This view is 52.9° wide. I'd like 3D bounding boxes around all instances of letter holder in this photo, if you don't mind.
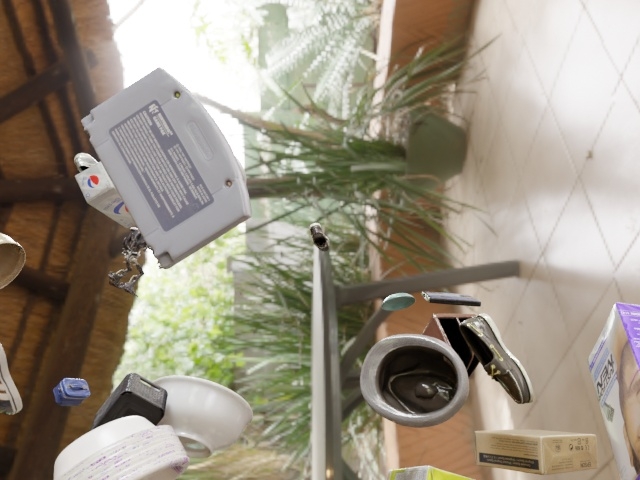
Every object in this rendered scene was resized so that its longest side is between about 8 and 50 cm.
[{"bbox_3d":[0.393,0.403,1.991,0.214,0.152,0.302,-108,28,-43],"label":"letter holder"}]

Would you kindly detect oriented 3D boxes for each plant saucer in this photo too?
[{"bbox_3d":[0.266,0.208,2.213,0.119,0.119,0.021,95,166,-60],"label":"plant saucer"}]

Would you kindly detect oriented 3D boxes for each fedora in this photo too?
[{"bbox_3d":[0.251,0.377,1.683,0.124,0.275,0.243,63,-146,-55],"label":"fedora"}]

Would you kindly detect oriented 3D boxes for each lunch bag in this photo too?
[{"bbox_3d":[-0.755,0.456,1.952,0.098,0.065,0.067,24,-153,-56],"label":"lunch bag"}]

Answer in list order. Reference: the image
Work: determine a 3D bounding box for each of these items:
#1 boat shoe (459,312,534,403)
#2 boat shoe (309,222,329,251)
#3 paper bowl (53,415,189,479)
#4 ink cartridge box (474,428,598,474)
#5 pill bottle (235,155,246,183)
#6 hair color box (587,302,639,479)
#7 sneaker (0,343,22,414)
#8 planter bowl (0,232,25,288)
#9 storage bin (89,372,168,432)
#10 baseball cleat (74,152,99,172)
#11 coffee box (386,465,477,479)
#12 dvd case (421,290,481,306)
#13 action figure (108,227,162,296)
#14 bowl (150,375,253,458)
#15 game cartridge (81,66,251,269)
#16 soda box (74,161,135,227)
[{"bbox_3d":[0.396,0.275,1.463,0.227,0.069,0.081,62,156,28],"label":"boat shoe"},{"bbox_3d":[0.000,0.000,1.834,0.125,0.046,0.038,71,-177,-53],"label":"boat shoe"},{"bbox_3d":[-0.427,0.471,1.328,0.148,0.284,0.284,57,164,20],"label":"paper bowl"},{"bbox_3d":[0.527,0.511,1.571,0.193,0.235,0.088,-16,69,51],"label":"ink cartridge box"},{"bbox_3d":[-0.272,-0.117,1.382,0.119,0.208,0.119,27,129,39],"label":"pill bottle"},{"bbox_3d":[0.633,0.305,1.257,0.339,0.110,0.185,-81,-3,-53],"label":"hair color box"},{"bbox_3d":[-0.853,0.354,1.622,0.127,0.126,0.321,-33,-34,-36],"label":"sneaker"},{"bbox_3d":[-0.809,0.038,1.536,0.162,0.109,0.162,-43,-21,-21],"label":"planter bowl"},{"bbox_3d":[-0.481,0.440,1.617,0.180,0.122,0.084,-50,19,13],"label":"storage bin"},{"bbox_3d":[-0.675,-0.191,2.002,0.206,0.072,0.109,29,-158,-44],"label":"baseball cleat"},{"bbox_3d":[0.344,0.793,1.640,0.334,0.338,0.338,120,167,-65],"label":"coffee box"},{"bbox_3d":[0.473,0.213,2.355,0.253,0.180,0.022,-19,-67,-87],"label":"dvd case"},{"bbox_3d":[-0.651,0.056,2.325,0.275,0.164,0.141,-65,-25,-14],"label":"action figure"},{"bbox_3d":[-0.341,0.498,1.744,0.298,0.298,0.134,93,-172,-49],"label":"bowl"},{"bbox_3d":[-0.244,-0.126,1.058,0.294,0.196,0.060,60,-171,8],"label":"game cartridge"},{"bbox_3d":[-0.625,-0.132,1.953,0.098,0.091,0.286,59,178,16],"label":"soda box"}]
